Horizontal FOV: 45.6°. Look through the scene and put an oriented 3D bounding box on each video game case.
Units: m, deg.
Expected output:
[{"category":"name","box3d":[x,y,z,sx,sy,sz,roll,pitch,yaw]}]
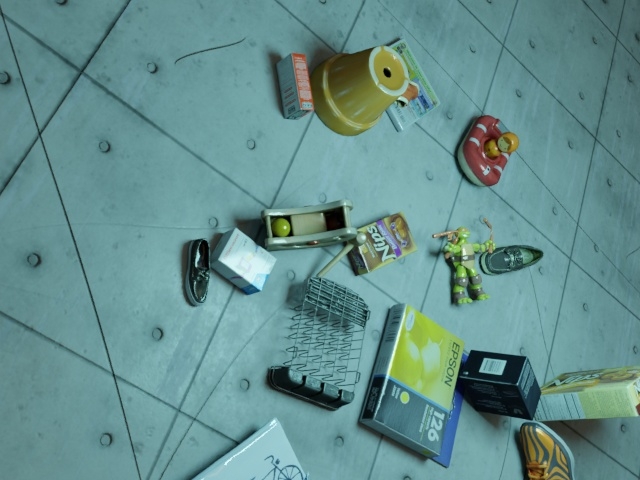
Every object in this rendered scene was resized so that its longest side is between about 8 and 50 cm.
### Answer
[{"category":"video game case","box3d":[0.221,-0.426,2.081,0.193,0.023,0.212,-37,100,-37]}]

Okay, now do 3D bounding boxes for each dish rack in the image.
[{"category":"dish rack","box3d":[0.009,0.225,1.714,0.208,0.074,0.272,27,61,-30]}]

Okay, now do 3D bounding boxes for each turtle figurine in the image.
[{"category":"turtle figurine","box3d":[0.377,0.056,2.027,0.269,0.087,0.218,-5,88,-47]}]

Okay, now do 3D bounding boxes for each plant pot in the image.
[{"category":"plant pot","box3d":[0.108,-0.384,1.877,0.205,0.188,0.205,11,71,-34]}]

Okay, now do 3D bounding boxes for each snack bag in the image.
[{"category":"snack bag","box3d":[-0.118,0.563,1.501,0.323,0.037,0.343,-29,96,-39]}]

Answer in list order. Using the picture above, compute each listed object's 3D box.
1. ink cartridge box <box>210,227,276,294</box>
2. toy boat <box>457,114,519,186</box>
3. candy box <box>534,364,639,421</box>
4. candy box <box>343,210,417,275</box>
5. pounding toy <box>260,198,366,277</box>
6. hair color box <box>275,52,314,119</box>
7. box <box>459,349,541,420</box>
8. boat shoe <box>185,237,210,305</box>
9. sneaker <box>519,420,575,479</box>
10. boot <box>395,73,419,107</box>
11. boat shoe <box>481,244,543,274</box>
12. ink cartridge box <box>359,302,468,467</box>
[{"category":"ink cartridge box","box3d":[-0.168,0.045,1.638,0.122,0.052,0.089,38,58,-22]},{"category":"toy boat","box3d":[0.495,-0.262,2.162,0.151,0.151,0.231,44,56,-19]},{"category":"candy box","box3d":[0.747,0.413,2.062,0.182,0.316,0.088,-17,87,-39]},{"category":"candy box","box3d":[0.148,0.006,1.889,0.186,0.053,0.109,-23,92,-37]},{"category":"pounding toy","box3d":[0.000,0.000,1.690,0.269,0.154,0.155,-4,80,-25]},{"category":"hair color box","box3d":[-0.062,-0.367,1.819,0.043,0.072,0.141,-2,80,-37]},{"category":"box","box3d":[0.458,0.365,1.932,0.093,0.155,0.158,-58,135,-34]},{"category":"boat shoe","box3d":[-0.250,0.064,1.577,0.049,0.040,0.142,6,74,-36]},{"category":"sneaker","box3d":[0.587,0.646,2.000,0.180,0.124,0.321,-31,97,-39]},{"category":"boot","box3d":[0.218,-0.382,1.993,0.158,0.059,0.085,14,77,-65]},{"category":"boat shoe","box3d":[0.548,0.047,2.167,0.223,0.073,0.080,-7,82,-38]},{"category":"ink cartridge box","box3d":[0.261,0.358,1.870,0.307,0.072,0.304,31,60,-25]}]
